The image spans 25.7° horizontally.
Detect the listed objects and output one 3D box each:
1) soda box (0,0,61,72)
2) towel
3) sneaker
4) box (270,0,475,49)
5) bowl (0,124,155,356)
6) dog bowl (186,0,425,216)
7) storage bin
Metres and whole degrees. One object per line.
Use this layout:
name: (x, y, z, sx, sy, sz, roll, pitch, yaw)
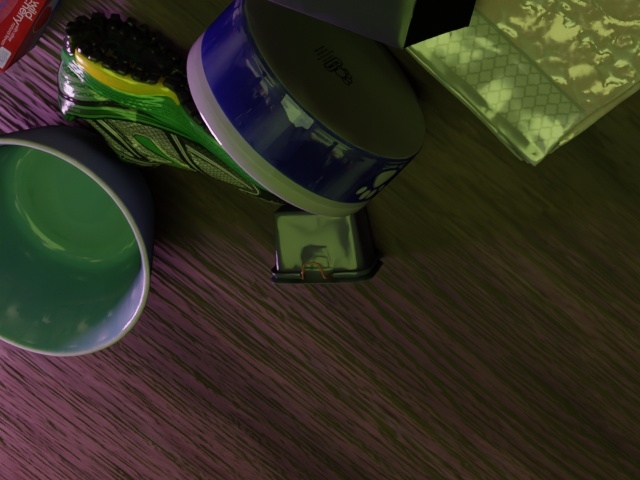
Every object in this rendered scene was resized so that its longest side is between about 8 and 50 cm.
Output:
soda box: (-0.334, -0.328, 1.661, 0.083, 0.092, 0.263, 38, 124, -5)
towel: (0.232, -0.277, 1.534, 0.332, 0.053, 0.317, 42, 123, -10)
sneaker: (-0.166, -0.141, 1.714, 0.343, 0.134, 0.146, 31, 132, 9)
box: (0.019, -0.296, 1.459, 0.261, 0.184, 0.103, 23, 117, 19)
bowl: (-0.336, -0.025, 1.802, 0.311, 0.163, 0.311, 8, 123, 13)
dog bowl: (-0.013, -0.161, 1.554, 0.265, 0.265, 0.104, 42, 122, -9)
storage bin: (0.000, 0.000, 1.755, 0.135, 0.098, 0.091, -2, 109, 19)
